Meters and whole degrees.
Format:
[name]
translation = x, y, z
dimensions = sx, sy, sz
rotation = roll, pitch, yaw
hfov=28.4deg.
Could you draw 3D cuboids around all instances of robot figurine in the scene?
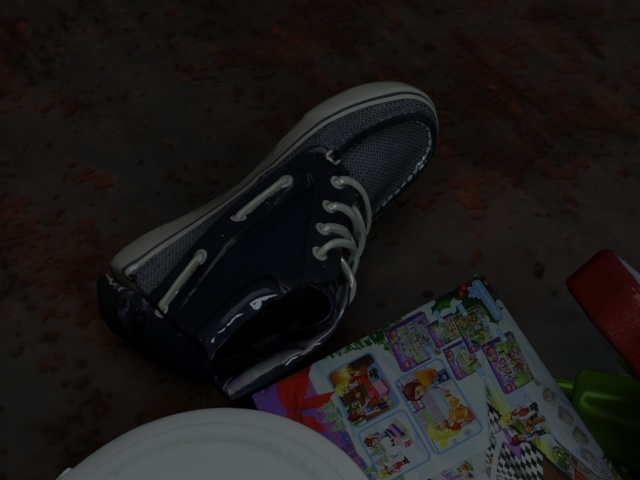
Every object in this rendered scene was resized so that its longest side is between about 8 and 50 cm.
[robot figurine]
translation = 0.224, 0.135, 0.947
dimensions = 0.115, 0.067, 0.101
rotation = 13, 72, 13

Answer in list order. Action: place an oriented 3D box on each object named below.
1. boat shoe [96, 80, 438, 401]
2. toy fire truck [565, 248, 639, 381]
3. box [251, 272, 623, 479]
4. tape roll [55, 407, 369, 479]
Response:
[boat shoe]
translation = 0.000, 0.000, 1.017
dimensions = 0.341, 0.127, 0.158
rotation = -38, 40, -18
[toy fire truck]
translation = 0.304, 0.142, 0.821
dimensions = 0.169, 0.302, 0.254
rotation = -46, 38, 17
[box]
translation = 0.098, 0.183, 0.881
dimensions = 0.201, 0.057, 0.293
rotation = -27, 52, -3
[tape roll]
translation = -0.052, 0.243, 0.744
dimensions = 0.246, 0.169, 0.246
rotation = -9, 54, 12
